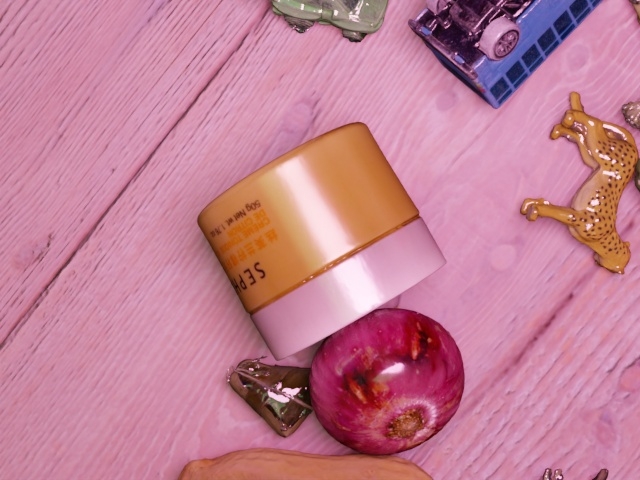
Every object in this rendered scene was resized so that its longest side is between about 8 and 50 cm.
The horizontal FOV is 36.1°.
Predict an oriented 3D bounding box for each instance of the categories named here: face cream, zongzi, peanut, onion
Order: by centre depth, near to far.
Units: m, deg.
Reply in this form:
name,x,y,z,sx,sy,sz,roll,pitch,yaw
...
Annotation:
name,x,y,z,sx,sy,sz,roll,pitch,yaw
face cream,0.000,0.000,1.074,0.218,0.218,0.179,-30,88,7
onion,0.073,0.157,1.105,0.153,0.177,0.177,29,97,43
peanut,-0.014,0.317,1.132,0.318,0.147,0.148,1,93,8
zongzi,-0.040,0.158,1.172,0.109,0.055,0.119,43,84,5

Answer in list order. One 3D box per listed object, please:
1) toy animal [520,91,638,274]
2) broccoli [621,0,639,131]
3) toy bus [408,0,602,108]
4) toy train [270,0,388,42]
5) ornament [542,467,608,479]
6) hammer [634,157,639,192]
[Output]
name,x,y,z,sx,sy,sz,roll,pitch,yaw
toy animal,0.315,-0.068,1.119,0.136,0.073,0.181,21,82,-3
broccoli,0.384,-0.206,1.093,0.122,0.118,0.204,-23,72,36
toy bus,0.226,-0.273,1.079,0.234,0.133,0.116,-46,57,6
toy train,0.004,-0.289,1.130,0.149,0.081,0.099,15,93,6
ornament,0.253,0.366,1.124,0.236,0.080,0.202,-32,122,-8
hammer,0.453,0.043,1.081,0.206,0.119,0.335,-35,85,6
